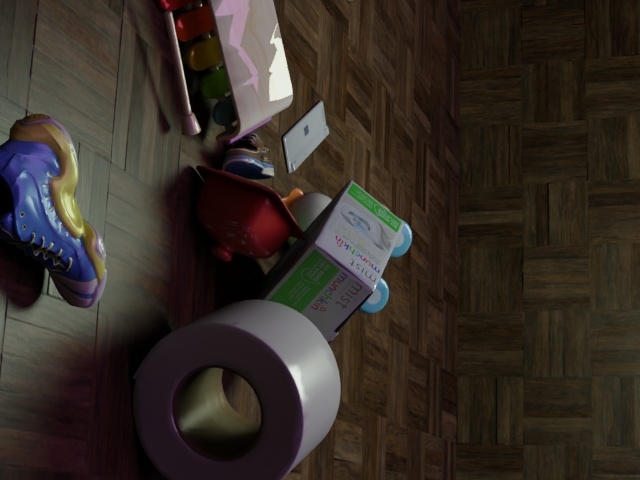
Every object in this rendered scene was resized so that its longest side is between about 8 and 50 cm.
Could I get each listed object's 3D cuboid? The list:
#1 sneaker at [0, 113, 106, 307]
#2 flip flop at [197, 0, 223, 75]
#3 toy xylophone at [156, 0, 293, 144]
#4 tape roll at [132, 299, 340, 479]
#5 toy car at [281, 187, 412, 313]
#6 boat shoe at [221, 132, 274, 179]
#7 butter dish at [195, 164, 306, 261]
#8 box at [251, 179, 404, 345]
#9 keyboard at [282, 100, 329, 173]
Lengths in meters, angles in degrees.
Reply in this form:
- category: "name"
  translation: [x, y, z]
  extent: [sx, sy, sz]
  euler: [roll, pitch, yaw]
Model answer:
- category: "sneaker"
  translation: [-0.317, -0.013, 1.278]
  extent: [0.126, 0.091, 0.240]
  euler: [-39, 127, -45]
- category: "flip flop"
  translation: [-0.140, -0.380, 1.827]
  extent: [0.112, 0.080, 0.277]
  euler: [20, 71, -66]
- category: "toy xylophone"
  translation: [-0.149, -0.291, 1.731]
  extent: [0.236, 0.081, 0.322]
  euler: [-26, 119, -39]
- category: "tape roll"
  translation: [-0.110, 0.214, 1.587]
  extent: [0.169, 0.246, 0.246]
  euler: [-22, 109, -70]
- category: "toy car"
  translation: [0.000, 0.000, 2.124]
  extent: [0.238, 0.219, 0.210]
  euler: [22, 91, -27]
- category: "boat shoe"
  translation: [-0.122, -0.140, 1.895]
  extent: [0.183, 0.066, 0.066]
  euler: [21, 63, -81]
- category: "butter dish"
  translation: [-0.126, -0.022, 1.772]
  extent: [0.118, 0.160, 0.160]
  euler: [-60, 151, -18]
- category: "box"
  translation: [-0.006, 0.071, 1.880]
  extent: [0.127, 0.262, 0.231]
  euler: [39, 33, -5]
- category: "keyboard"
  translation: [-0.028, -0.205, 2.263]
  extent: [0.256, 0.014, 0.072]
  euler: [-54, 133, -63]
